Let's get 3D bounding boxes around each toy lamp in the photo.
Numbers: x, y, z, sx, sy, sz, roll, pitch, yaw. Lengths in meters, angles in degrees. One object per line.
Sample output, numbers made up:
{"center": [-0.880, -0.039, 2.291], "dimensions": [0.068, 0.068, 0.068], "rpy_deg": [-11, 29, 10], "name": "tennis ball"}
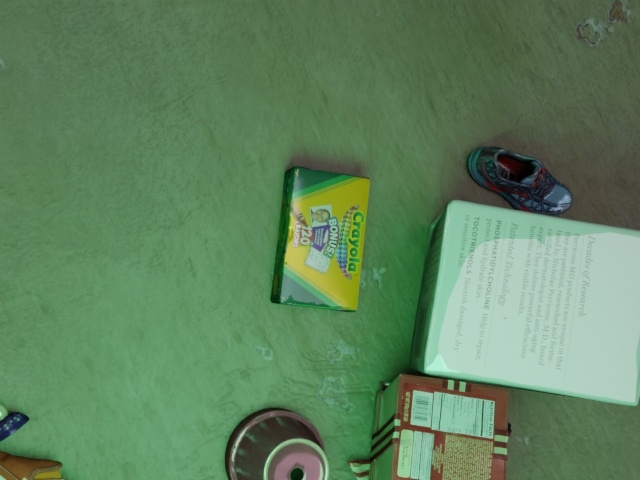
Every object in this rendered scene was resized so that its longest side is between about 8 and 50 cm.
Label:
{"center": [-0.636, 0.236, 1.571], "dimensions": [0.080, 0.080, 0.275], "rpy_deg": [-37, 97, -17], "name": "toy lamp"}

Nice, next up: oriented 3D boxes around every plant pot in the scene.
{"center": [-0.070, 0.432, 1.686], "dimensions": [0.201, 0.180, 0.201], "rpy_deg": [2, 85, -18], "name": "plant pot"}

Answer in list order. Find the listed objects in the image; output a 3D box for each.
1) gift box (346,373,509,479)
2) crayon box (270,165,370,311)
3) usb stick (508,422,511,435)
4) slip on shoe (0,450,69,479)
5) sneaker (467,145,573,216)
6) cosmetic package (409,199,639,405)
{"center": [0.207, 0.395, 1.726], "dimensions": [0.276, 0.258, 0.255], "rpy_deg": [13, 67, -2], "name": "gift box"}
{"center": [0.000, 0.000, 1.791], "dimensions": [0.165, 0.081, 0.278], "rpy_deg": [8, 84, -17], "name": "crayon box"}
{"center": [0.327, 0.508, 1.880], "dimensions": [0.077, 0.045, 0.278], "rpy_deg": [29, 78, -7], "name": "usb stick"}
{"center": [-0.516, 0.436, 1.581], "dimensions": [0.331, 0.123, 0.101], "rpy_deg": [38, 65, -16], "name": "slip on shoe"}
{"center": [0.454, -0.125, 1.923], "dimensions": [0.261, 0.125, 0.104], "rpy_deg": [23, 80, -15], "name": "sneaker"}
{"center": [0.402, 0.131, 1.733], "dimensions": [0.393, 0.329, 0.327], "rpy_deg": [9, 82, 1], "name": "cosmetic package"}
